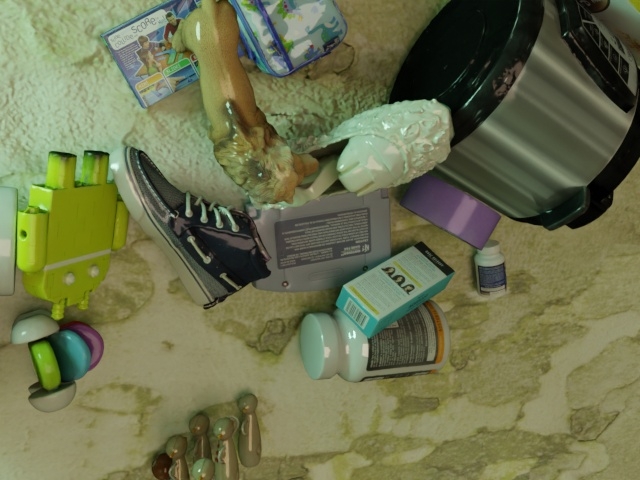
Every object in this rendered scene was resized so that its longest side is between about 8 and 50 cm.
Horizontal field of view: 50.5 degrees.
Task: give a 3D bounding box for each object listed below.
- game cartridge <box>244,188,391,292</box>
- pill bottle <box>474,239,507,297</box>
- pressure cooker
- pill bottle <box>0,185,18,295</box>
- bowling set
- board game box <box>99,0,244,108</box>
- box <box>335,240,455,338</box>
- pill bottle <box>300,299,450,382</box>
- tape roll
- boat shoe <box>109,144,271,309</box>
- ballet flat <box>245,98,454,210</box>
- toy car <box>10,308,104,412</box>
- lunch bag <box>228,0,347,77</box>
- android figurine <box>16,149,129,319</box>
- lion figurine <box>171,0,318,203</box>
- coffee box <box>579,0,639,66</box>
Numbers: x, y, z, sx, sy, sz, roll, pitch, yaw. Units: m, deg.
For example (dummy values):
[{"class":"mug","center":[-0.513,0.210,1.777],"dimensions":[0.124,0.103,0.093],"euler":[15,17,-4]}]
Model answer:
[{"class":"game cartridge","center":[0.000,0.000,1.343],"dimensions":[0.294,0.060,0.196],"euler":[-9,105,-20]},{"class":"pill bottle","center":[0.377,0.062,1.507],"dimensions":[0.067,0.067,0.120],"euler":[-16,111,-17]},{"class":"pressure cooker","center":[0.382,-0.235,1.252],"dimensions":[0.420,0.375,0.369],"euler":[29,91,-23]},{"class":"pill bottle","center":[-0.641,-0.005,0.992],"dimensions":[0.361,0.204,0.204],"euler":[2,105,-23]},{"class":"bowling set","center":[-0.243,0.406,1.300],"dimensions":[0.200,0.287,0.154],"euler":[1,101,12]},{"class":"board game box","center":[-0.247,-0.331,1.150],"dimensions":[0.201,0.035,0.136],"euler":[-31,115,-11]},{"class":"box","center":[0.152,0.093,1.352],"dimensions":[0.244,0.100,0.060],"euler":[-26,150,-38]},{"class":"pill bottle","center":[0.110,0.205,1.386],"dimensions":[0.279,0.162,0.162],"euler":[-1,106,-22]},{"class":"tape roll","center":[0.258,-0.059,1.353],"dimensions":[0.189,0.189,0.080],"euler":[26,96,-27]},{"class":"boat shoe","center":[-0.212,-0.042,1.183],"dimensions":[0.158,0.127,0.340],"euler":[-23,124,9]},{"class":"ballet flat","center":[0.034,-0.117,1.140],"dimensions":[0.147,0.409,0.147],"euler":[15,70,-48]},{"class":"toy car","center":[-0.438,0.191,1.151],"dimensions":[0.136,0.182,0.159],"euler":[-16,96,-22]},{"class":"lunch bag","center":[-0.069,-0.404,1.174],"dimensions":[0.176,0.090,0.219],"euler":[-30,114,-9]},{"class":"android figurine","center":[-0.398,-0.008,1.097],"dimensions":[0.056,0.248,0.272],"euler":[12,101,16]},{"class":"lion figurine","center":[-0.145,-0.246,1.058],"dimensions":[0.142,0.240,0.392],"euler":[-28,115,-5]},{"class":"coffee box","center":[0.542,-0.553,1.241],"dimensions":[0.338,0.334,0.338],"euler":[29,93,-27]}]
